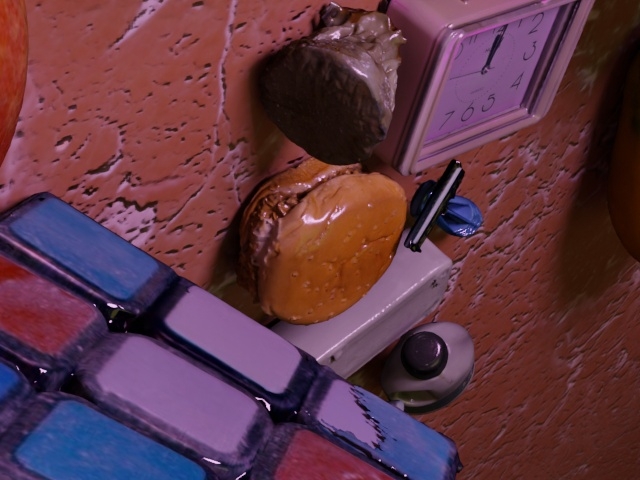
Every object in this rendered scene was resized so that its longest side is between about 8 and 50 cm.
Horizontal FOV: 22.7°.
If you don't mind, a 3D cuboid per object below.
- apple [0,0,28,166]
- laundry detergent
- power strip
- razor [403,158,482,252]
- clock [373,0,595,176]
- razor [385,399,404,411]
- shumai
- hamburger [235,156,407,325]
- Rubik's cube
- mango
[{"bbox_3d":[-0.251,-0.064,0.734,0.251,0.163,0.293,-2,126,-57],"label":"apple"},{"bbox_3d":[0.104,0.122,1.550,0.099,0.070,0.226,-24,168,1],"label":"laundry detergent"},{"bbox_3d":[-0.041,0.123,1.401,0.385,0.062,0.091,-35,157,-24],"label":"power strip"},{"bbox_3d":[0.110,-0.028,1.397,0.082,0.042,0.253,-61,167,4],"label":"razor"},{"bbox_3d":[0.122,-0.148,1.277,0.192,0.071,0.147,-23,144,-40],"label":"clock"},{"bbox_3d":[-0.041,0.201,1.450,0.111,0.056,0.278,-13,-172,39],"label":"razor"},{"bbox_3d":[0.017,-0.120,1.151,0.087,0.099,0.124,-58,-175,-31],"label":"shumai"},{"bbox_3d":[0.000,0.000,1.282,0.147,0.083,0.138,-22,144,-35],"label":"hamburger"},{"bbox_3d":[-0.155,0.223,0.937,0.362,0.363,0.359,-59,-179,20],"label":"Rubik's cube"},{"bbox_3d":[0.391,-0.097,1.647,0.211,0.173,0.317,-33,138,-17],"label":"mango"}]
